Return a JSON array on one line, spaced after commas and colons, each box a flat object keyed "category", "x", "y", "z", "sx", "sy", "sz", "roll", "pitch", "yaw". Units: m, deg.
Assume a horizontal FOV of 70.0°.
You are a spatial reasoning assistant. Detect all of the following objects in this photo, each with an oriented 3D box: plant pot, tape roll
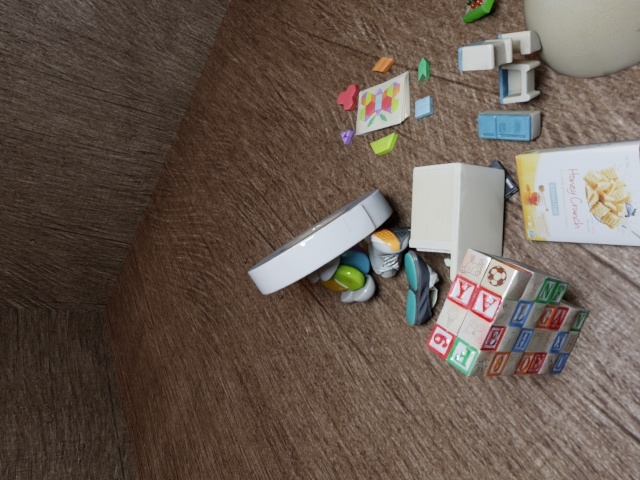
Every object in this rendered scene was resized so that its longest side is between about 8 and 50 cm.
[{"category": "plant pot", "x": 0.482, "y": -0.462, "z": 0.811, "sx": 0.284, "sy": 0.191, "sz": 0.283, "roll": -14, "pitch": 71, "yaw": 47}, {"category": "tape roll", "x": 0.000, "y": 0.000, "z": 1.135, "sx": 0.392, "sy": 0.392, "sz": 0.072, "roll": -28, "pitch": 96, "yaw": 42}]

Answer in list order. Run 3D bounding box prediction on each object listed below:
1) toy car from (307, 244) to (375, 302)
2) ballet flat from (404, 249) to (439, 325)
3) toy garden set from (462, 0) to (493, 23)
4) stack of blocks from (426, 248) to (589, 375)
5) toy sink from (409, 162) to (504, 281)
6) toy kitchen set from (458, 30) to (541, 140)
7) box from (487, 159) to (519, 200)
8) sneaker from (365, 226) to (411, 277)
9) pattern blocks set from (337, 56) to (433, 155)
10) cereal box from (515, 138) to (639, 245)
[{"category": "toy car", "x": 0.065, "y": 0.075, "z": 1.193, "sx": 0.136, "sy": 0.159, "sz": 0.182, "roll": -61, "pitch": 13, "yaw": -18}, {"category": "ballet flat", "x": 0.226, "y": 0.102, "z": 1.016, "sx": 0.074, "sy": 0.074, "sz": 0.203, "roll": 34, "pitch": 140, "yaw": 47}, {"category": "toy garden set", "x": 0.391, "y": -0.623, "z": 0.989, "sx": 0.204, "sy": 0.049, "sz": 0.244, "roll": -119, "pitch": 48, "yaw": -75}, {"category": "stack of blocks", "x": 0.331, "y": 0.127, "z": 0.763, "sx": 0.087, "sy": 0.297, "sz": 0.171, "roll": 32, "pitch": 105, "yaw": 50}, {"category": "toy sink", "x": 0.282, "y": -0.035, "z": 0.956, "sx": 0.131, "sy": 0.153, "sz": 0.233, "roll": 4, "pitch": 94, "yaw": 54}, {"category": "toy kitchen set", "x": 0.331, "y": -0.286, "z": 0.898, "sx": 0.122, "sy": 0.166, "sz": 0.207, "roll": 20, "pitch": 130, "yaw": 50}, {"category": "box", "x": 0.376, "y": -0.120, "z": 0.983, "sx": 0.067, "sy": 0.018, "sz": 0.083, "roll": -44, "pitch": 51, "yaw": 35}, {"category": "sneaker", "x": 0.164, "y": 0.031, "z": 1.077, "sx": 0.262, "sy": 0.100, "sz": 0.120, "roll": -44, "pitch": -53, "yaw": -88}, {"category": "pattern blocks set", "x": 0.170, "y": -0.378, "z": 1.277, "sx": 0.325, "sy": 0.026, "sz": 0.285, "roll": -23, "pitch": 64, "yaw": 44}, {"category": "cereal box", "x": 0.471, "y": -0.079, "z": 0.786, "sx": 0.240, "sy": 0.047, "sz": 0.172, "roll": 4, "pitch": 115, "yaw": 50}]
